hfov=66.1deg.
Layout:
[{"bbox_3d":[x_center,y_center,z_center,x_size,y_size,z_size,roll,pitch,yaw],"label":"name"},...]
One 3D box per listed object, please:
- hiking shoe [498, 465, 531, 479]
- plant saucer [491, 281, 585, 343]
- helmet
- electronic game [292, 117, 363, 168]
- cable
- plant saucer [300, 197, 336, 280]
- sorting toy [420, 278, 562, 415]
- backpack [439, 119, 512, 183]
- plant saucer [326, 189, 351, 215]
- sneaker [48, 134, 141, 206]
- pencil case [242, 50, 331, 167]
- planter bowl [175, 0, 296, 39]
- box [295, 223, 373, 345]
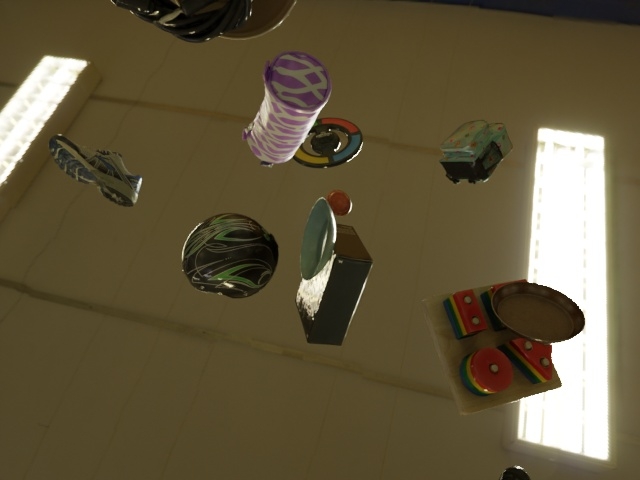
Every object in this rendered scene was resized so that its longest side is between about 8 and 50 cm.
[{"bbox_3d":[0.344,0.541,0.942,0.086,0.114,0.227,9,-119,42],"label":"hiking shoe"},{"bbox_3d":[0.413,0.141,0.943,0.168,0.029,0.168,1,-146,0],"label":"plant saucer"},{"bbox_3d":[-0.182,0.027,0.961,0.169,0.161,0.169,-18,-118,38],"label":"helmet"},{"bbox_3d":[0.014,-0.299,1.493,0.229,0.048,0.229,-5,-131,6],"label":"electronic game"},{"bbox_3d":[-0.113,-0.278,0.436,0.150,0.184,0.047,22,-163,-20],"label":"cable"},{"bbox_3d":[0.000,0.000,1.123,0.037,0.195,0.195,11,-121,-16],"label":"plant saucer"},{"bbox_3d":[0.386,0.214,1.064,0.257,0.089,0.256,-8,-114,-19],"label":"sorting toy"},{"bbox_3d":[0.454,-0.268,1.428,0.188,0.144,0.166,-37,-160,-20],"label":"backpack"},{"bbox_3d":[0.056,-0.114,1.480,0.083,0.083,0.013,25,-143,19],"label":"plant saucer"},{"bbox_3d":[-0.313,-0.106,0.693,0.052,0.135,0.058,-13,-133,40],"label":"sneaker"},{"bbox_3d":[-0.052,-0.176,0.678,0.088,0.206,0.086,19,-107,-13],"label":"pencil case"},{"bbox_3d":[-0.113,-0.338,0.595,0.162,0.162,0.109,-24,-144,-7],"label":"planter bowl"},{"bbox_3d":[0.026,0.110,1.268,0.103,0.261,0.184,10,-153,-17],"label":"box"}]
